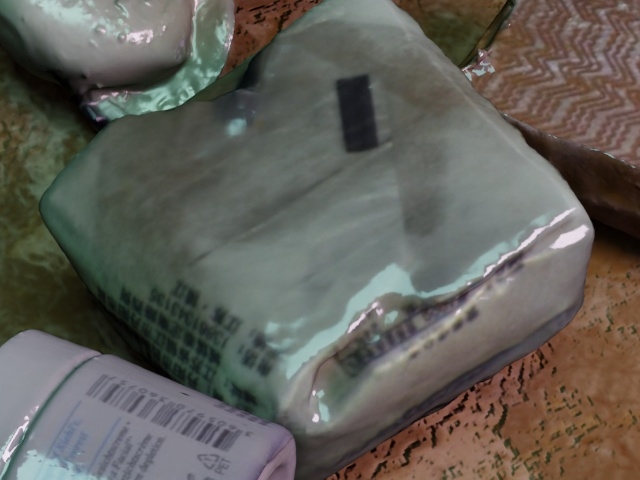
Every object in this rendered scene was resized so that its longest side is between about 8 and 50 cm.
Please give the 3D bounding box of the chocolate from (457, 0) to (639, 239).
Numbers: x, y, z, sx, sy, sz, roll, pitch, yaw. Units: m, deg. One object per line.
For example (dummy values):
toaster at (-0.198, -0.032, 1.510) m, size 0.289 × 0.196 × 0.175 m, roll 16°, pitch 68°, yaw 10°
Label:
chocolate at (0.193, -0.076, 1.182) m, size 0.214 × 0.093 × 0.148 m, roll 26°, pitch 58°, yaw 16°

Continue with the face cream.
face cream at (-0.109, 0.151, 0.948) m, size 0.153 × 0.177 × 0.177 m, roll 21°, pitch 56°, yaw 10°

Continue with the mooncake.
mooncake at (0.001, 0.003, 1.082) m, size 0.250 × 0.136 × 0.254 m, roll -35°, pitch 61°, yaw -12°

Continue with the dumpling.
dumpling at (-0.140, -0.154, 1.220) m, size 0.150 × 0.092 × 0.176 m, roll -30°, pitch 57°, yaw -26°
